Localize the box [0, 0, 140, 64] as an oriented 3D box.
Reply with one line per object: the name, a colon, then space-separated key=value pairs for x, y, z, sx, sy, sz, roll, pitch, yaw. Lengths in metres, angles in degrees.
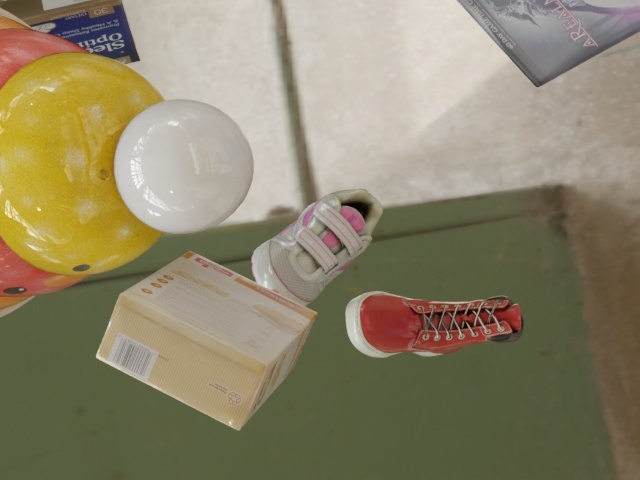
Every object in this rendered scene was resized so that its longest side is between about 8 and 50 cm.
box: x=-0.291 y=-0.240 z=1.591 sx=0.225 sy=0.137 sz=0.036 roll=93 pitch=163 yaw=-77

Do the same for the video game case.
video game case: x=0.247 y=-0.272 z=1.257 sx=0.196 sy=0.026 sz=0.274 roll=44 pitch=136 yaw=-18

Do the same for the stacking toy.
stacking toy: x=-0.250 y=-0.070 z=1.262 sx=0.480 sy=0.351 sz=0.350 roll=5 pitch=100 yaw=46

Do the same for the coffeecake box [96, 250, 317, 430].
coffeecake box: x=-0.098 y=0.085 z=1.214 sx=0.142 sy=0.185 sz=0.068 roll=25 pitch=106 yaw=8

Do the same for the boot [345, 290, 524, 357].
boot: x=0.160 y=0.103 z=1.753 sx=0.176 sy=0.244 sz=0.088 roll=-12 pitch=77 yaw=36

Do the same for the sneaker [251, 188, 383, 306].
sneaker: x=0.000 y=0.000 z=1.766 sx=0.103 sy=0.252 sz=0.111 roll=46 pitch=131 yaw=-9
